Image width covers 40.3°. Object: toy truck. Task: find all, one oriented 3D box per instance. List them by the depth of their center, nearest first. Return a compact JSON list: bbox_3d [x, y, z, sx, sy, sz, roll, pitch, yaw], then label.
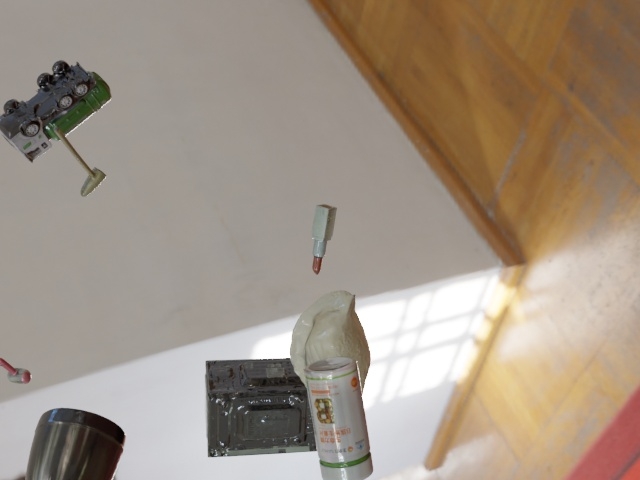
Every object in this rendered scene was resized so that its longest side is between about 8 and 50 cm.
[{"bbox_3d":[-0.566,-0.280,1.868,0.101,0.242,0.125,43,167,30],"label":"toy truck"}]

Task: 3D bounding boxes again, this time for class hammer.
[{"bbox_3d":[-0.445,-0.143,1.569,0.028,0.060,0.195,32,164,22],"label":"hammer"},{"bbox_3d":[-0.616,0.256,1.737,0.052,0.031,0.083,-1,141,28],"label":"hammer"}]

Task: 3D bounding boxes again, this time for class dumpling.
[{"bbox_3d":[0.018,0.220,1.685,0.166,0.126,0.216,-14,97,29],"label":"dumpling"}]

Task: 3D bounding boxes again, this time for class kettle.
[{"bbox_3d":[-0.589,0.543,1.963,0.207,0.250,0.271,68,-157,-49],"label":"kettle"}]

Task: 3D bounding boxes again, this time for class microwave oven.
[{"bbox_3d":[-0.159,0.447,2.324,0.181,0.295,0.238,-108,20,-63],"label":"microwave oven"}]

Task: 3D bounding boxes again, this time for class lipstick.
[{"bbox_3d":[0.001,0.001,1.587,0.030,0.030,0.129,18,105,32],"label":"lipstick"}]

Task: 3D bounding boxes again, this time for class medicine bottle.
[{"bbox_3d":[0.029,0.282,1.375,0.086,0.086,0.183,6,107,65],"label":"medicine bottle"}]
